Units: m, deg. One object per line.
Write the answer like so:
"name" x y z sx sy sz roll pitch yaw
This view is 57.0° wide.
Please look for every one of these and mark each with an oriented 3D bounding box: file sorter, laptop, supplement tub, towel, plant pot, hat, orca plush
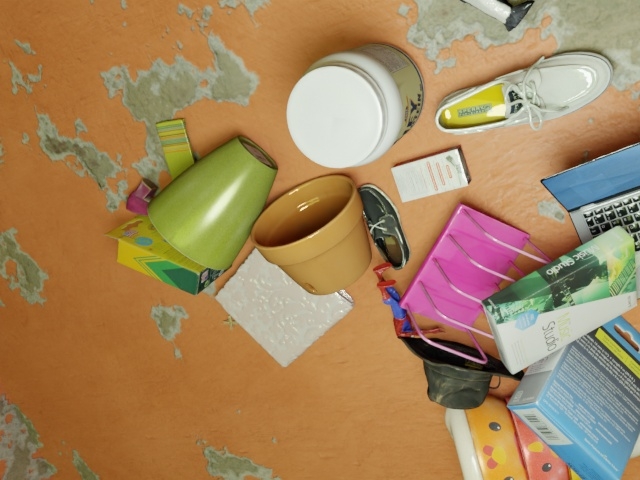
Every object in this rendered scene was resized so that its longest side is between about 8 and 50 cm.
"file sorter" 0.355 0.104 1.347 0.202 0.182 0.290 22 109 -17
"laptop" 0.707 -0.042 1.176 0.382 0.236 0.407 -21 102 29
"supplement tub" 0.082 -0.294 1.276 0.236 0.325 0.235 9 115 19
"towel" -0.398 -0.227 1.686 0.102 0.021 0.237 -1 112 29
"plant pot" -0.253 -0.121 1.554 0.275 0.275 0.293 43 105 1
"towel" -0.114 0.174 1.720 0.317 0.053 0.332 44 121 1
"hat" 0.322 0.331 1.430 0.332 0.331 0.133 17 93 15
"orca plush" 0.312 -0.558 1.199 0.287 0.151 0.102 33 89 10
"plant pot" 0.000 0.000 1.482 0.291 0.290 0.203 -16 121 28

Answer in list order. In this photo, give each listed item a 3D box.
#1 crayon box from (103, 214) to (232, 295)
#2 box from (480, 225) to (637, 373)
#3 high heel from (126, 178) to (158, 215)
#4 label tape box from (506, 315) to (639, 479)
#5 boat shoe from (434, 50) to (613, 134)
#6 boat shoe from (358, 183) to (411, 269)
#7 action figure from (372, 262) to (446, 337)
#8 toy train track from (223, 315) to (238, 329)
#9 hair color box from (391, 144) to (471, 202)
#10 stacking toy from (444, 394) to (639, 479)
"crayon box" -0.436 0.030 1.707 0.319 0.202 0.081 22 118 14
"box" 0.514 0.134 1.250 0.322 0.058 0.232 -30 131 0
"high heel" -0.476 -0.065 1.744 0.244 0.082 0.117 42 112 7
"label tape box" 0.621 0.330 1.356 0.249 0.347 0.115 44 149 -1
"boat shoe" 0.412 -0.298 1.234 0.367 0.156 0.135 -8 109 26
"boat shoe" 0.160 -0.034 1.501 0.084 0.079 0.233 -21 101 30
"action figure" 0.236 0.168 1.529 0.139 0.091 0.280 -14 134 8
"toy train track" -0.263 0.255 1.840 0.083 0.014 0.048 -2 104 17
"hair color box" 0.266 -0.159 1.416 0.167 0.053 0.093 -13 105 28
"stacking toy" 0.575 0.503 1.478 0.480 0.350 0.350 -16 106 8
